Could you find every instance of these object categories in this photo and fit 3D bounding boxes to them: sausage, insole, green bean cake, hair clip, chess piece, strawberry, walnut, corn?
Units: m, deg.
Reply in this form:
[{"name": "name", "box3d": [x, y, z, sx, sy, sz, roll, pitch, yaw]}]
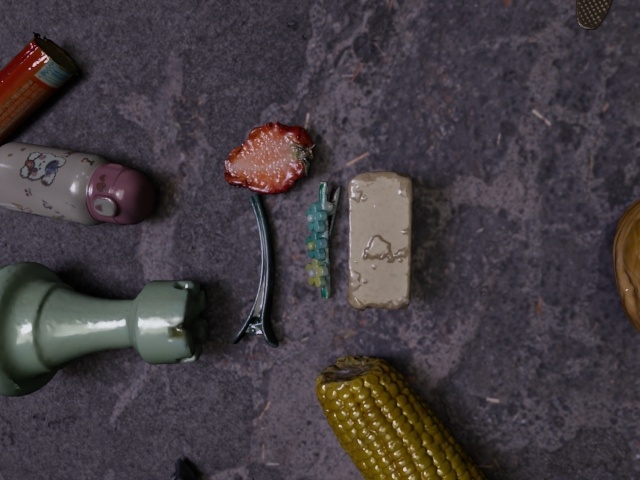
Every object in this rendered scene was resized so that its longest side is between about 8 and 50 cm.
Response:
[{"name": "sausage", "box3d": [-0.508, -0.215, 0.725, 0.264, 0.083, 0.083, -35, 86, 11]}, {"name": "insole", "box3d": [0.367, -0.344, 0.595, 0.045, 0.002, 0.135, 15, 95, 9]}, {"name": "green bean cake", "box3d": [0.082, -0.001, 0.612, 0.085, 0.109, 0.179, 1, 93, 11]}, {"name": "hair clip", "box3d": [-0.090, 0.045, 0.688, 0.070, 0.039, 0.229, 4, 89, 10]}, {"name": "hair clip", "box3d": [-0.001, 0.000, 0.665, 0.049, 0.049, 0.172, 4, 95, 10]}, {"name": "chess piece", "box3d": [-0.327, 0.122, 0.667, 0.299, 0.194, 0.194, -3, 92, 1]}, {"name": "strawberry", "box3d": [-0.072, -0.119, 0.668, 0.152, 0.048, 0.103, -5, 99, 24]}, {"name": "walnut", "box3d": [0.429, 0.034, 0.522, 0.165, 0.165, 0.197, -17, 87, 11]}, {"name": "corn", "box3d": [0.142, 0.318, 0.602, 0.144, 0.144, 0.387, -36, 87, 10]}]

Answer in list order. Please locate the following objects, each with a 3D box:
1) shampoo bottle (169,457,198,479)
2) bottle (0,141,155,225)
[{"name": "shampoo bottle", "box3d": [-0.303, 0.483, 0.726, 0.098, 0.071, 0.309, 42, 99, 7]}, {"name": "bottle", "box3d": [-0.368, -0.080, 0.691, 0.233, 0.110, 0.109, 11, 95, 10]}]
